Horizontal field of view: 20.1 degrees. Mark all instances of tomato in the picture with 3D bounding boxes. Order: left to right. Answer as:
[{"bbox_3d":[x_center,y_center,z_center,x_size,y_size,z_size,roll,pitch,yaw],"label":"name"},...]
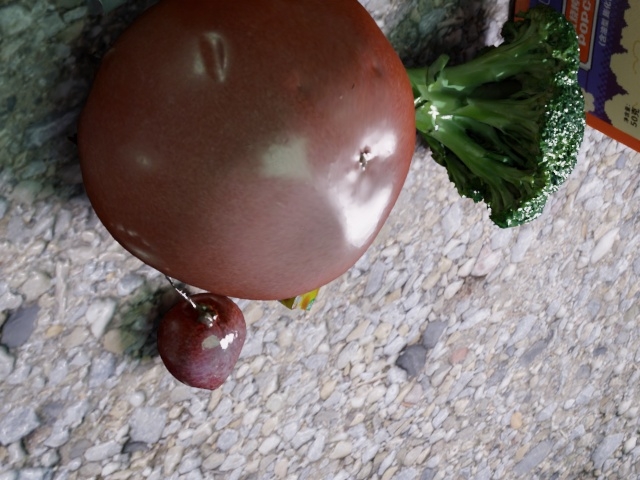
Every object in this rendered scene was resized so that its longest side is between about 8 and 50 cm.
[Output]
[{"bbox_3d":[-0.065,-0.106,1.805,0.341,0.273,0.341,-32,139,-33],"label":"tomato"}]

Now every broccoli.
[{"bbox_3d":[0.197,-0.162,2.163,0.269,0.254,0.269,-7,108,-20],"label":"broccoli"}]

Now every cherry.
[{"bbox_3d":[-0.138,0.073,2.029,0.107,0.090,0.225,-21,124,-26],"label":"cherry"}]

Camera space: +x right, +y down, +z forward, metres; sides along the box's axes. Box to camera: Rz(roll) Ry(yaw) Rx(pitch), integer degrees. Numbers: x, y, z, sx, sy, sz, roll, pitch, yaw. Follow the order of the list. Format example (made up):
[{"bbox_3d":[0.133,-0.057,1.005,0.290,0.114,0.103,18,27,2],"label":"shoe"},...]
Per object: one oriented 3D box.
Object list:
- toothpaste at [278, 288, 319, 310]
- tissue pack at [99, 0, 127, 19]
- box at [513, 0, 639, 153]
[{"bbox_3d":[0.000,0.000,2.181,0.043,0.037,0.178,11,107,-53],"label":"toothpaste"},{"bbox_3d":[-0.153,-0.307,1.754,0.193,0.026,0.122,-36,140,-29],"label":"tissue pack"},{"bbox_3d":[0.435,-0.348,2.259,0.318,0.257,0.349,-30,138,-33],"label":"box"}]
